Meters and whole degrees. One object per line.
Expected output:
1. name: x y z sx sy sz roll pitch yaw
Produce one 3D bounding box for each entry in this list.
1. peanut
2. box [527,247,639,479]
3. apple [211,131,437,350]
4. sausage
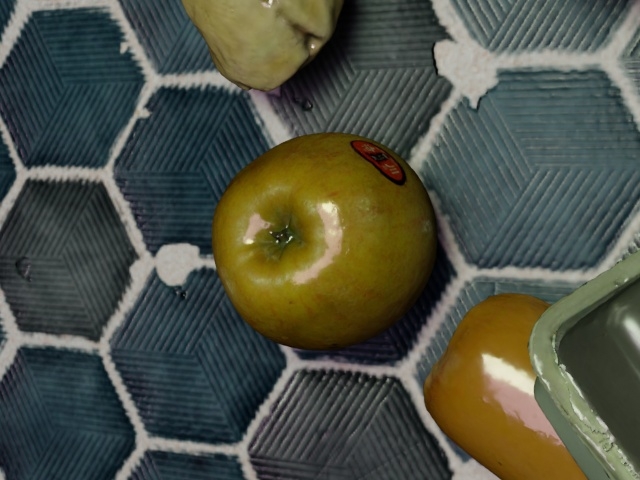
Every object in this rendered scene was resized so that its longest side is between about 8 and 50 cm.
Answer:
1. peanut: -0.031 -0.296 0.833 0.174 0.158 0.340 22 105 -6
2. box: 0.286 0.073 0.609 0.290 0.166 0.221 -30 72 -15
3. apple: 0.000 0.000 0.807 0.182 0.155 0.183 1 92 24
4. sausage: 0.239 0.169 0.720 0.353 0.116 0.134 32 94 18
